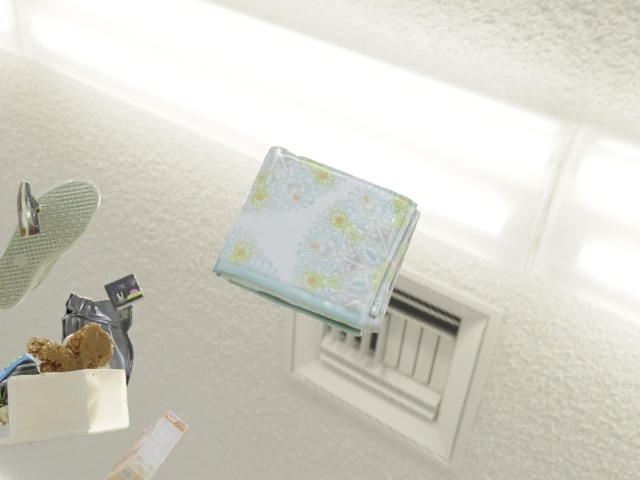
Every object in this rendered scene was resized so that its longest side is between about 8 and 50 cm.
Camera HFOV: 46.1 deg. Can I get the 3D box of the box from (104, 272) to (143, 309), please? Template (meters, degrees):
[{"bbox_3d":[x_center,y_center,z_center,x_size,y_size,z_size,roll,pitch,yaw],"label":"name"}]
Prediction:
[{"bbox_3d":[-0.382,0.102,1.464,0.052,0.062,0.083,65,-16,3],"label":"box"}]

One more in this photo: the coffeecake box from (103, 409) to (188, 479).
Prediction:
[{"bbox_3d":[-0.424,0.518,1.824,0.068,0.185,0.142,44,-51,-7],"label":"coffeecake box"}]

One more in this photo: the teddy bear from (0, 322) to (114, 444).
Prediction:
[{"bbox_3d":[-0.672,0.349,1.891,0.113,0.338,0.245,6,-26,43],"label":"teddy bear"}]

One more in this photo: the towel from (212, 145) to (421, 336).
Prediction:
[{"bbox_3d":[0.000,0.000,1.615,0.375,0.320,0.090,22,-19,5],"label":"towel"}]

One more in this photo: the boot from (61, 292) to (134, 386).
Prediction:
[{"bbox_3d":[-0.726,0.335,2.426,0.118,0.223,0.338,-54,-141,46],"label":"boot"}]

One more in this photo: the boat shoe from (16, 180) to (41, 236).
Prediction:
[{"bbox_3d":[-0.680,-0.072,1.757,0.056,0.049,0.152,-48,-133,46],"label":"boat shoe"}]

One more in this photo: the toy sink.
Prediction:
[{"bbox_3d":[-0.523,0.325,1.484,0.234,0.153,0.131,-11,-102,14],"label":"toy sink"}]

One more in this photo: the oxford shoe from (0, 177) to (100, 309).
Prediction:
[{"bbox_3d":[-0.786,0.000,2.127,0.169,0.130,0.449,38,-82,-8],"label":"oxford shoe"}]

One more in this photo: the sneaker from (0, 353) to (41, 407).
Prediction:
[{"bbox_3d":[-0.657,0.319,1.548,0.078,0.188,0.067,48,-23,-8],"label":"sneaker"}]
